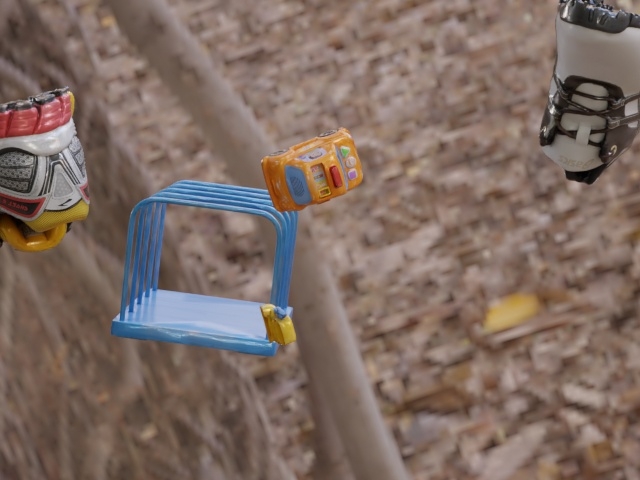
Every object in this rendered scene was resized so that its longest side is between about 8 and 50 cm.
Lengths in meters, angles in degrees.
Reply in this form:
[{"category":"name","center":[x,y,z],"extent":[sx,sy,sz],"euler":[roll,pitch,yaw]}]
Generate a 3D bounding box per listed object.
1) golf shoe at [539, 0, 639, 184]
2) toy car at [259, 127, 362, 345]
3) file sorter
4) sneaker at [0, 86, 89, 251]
[{"category":"golf shoe","center":[0.181,-0.092,1.172],"extent":[0.077,0.094,0.198],"euler":[17,-10,16]},{"category":"toy car","center":[0.000,0.000,1.012],"extent":[0.060,0.122,0.040],"euler":[-4,11,-21]},{"category":"file sorter","center":[-0.079,0.016,1.362],"extent":[0.118,0.104,0.170],"euler":[8,6,2]},{"category":"sneaker","center":[-0.211,-0.032,1.176],"extent":[0.088,0.093,0.225],"euler":[-17,2,-24]}]
